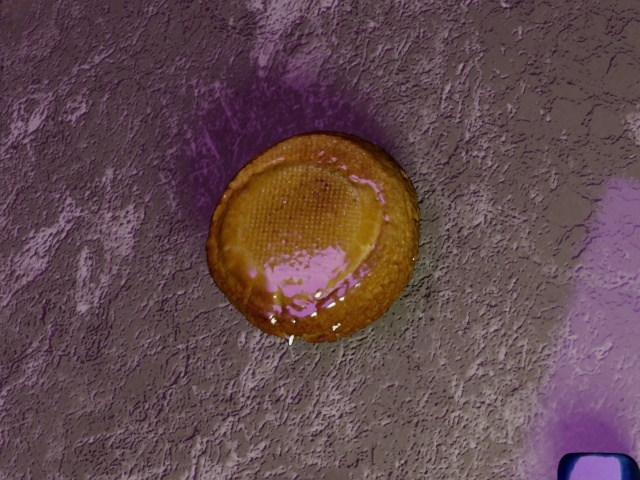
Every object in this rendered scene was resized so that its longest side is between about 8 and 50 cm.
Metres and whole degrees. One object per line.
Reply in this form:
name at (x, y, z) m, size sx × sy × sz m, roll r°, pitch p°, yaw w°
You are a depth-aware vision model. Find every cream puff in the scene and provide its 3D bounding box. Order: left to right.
cream puff at (0.000, 0.000, 1.946) m, size 0.303 × 0.212 × 0.303 m, roll -6°, pitch 67°, yaw 14°

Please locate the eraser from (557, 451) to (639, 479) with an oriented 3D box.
eraser at (0.340, 0.428, 1.727) m, size 0.101 × 0.155 × 0.332 m, roll -3°, pitch 74°, yaw 19°
